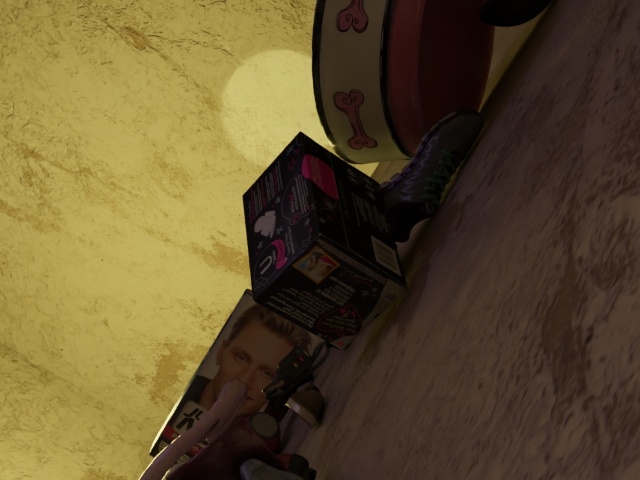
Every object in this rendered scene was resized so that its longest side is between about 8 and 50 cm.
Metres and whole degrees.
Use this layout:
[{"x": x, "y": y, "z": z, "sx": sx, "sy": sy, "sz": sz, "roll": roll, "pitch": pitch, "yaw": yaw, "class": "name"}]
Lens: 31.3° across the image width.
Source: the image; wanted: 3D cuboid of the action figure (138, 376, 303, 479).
[{"x": -0.177, "y": 0.308, "z": 1.051, "sx": 0.370, "sy": 0.276, "sz": 0.248, "roll": -14, "pitch": 19, "yaw": 47, "class": "action figure"}]

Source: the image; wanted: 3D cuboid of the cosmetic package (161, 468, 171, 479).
[{"x": -0.246, "y": 0.453, "z": 2.311, "sx": 0.225, "sy": 0.138, "sz": 0.224, "roll": -58, "pitch": 2, "yaw": 41, "class": "cosmetic package"}]

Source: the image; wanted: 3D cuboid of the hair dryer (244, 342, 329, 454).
[{"x": -0.073, "y": 0.297, "z": 1.846, "sx": 0.294, "sy": 0.080, "sz": 0.223, "roll": -53, "pitch": -13, "yaw": 2, "class": "hair dryer"}]

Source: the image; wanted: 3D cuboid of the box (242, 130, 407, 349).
[{"x": 0.000, "y": 0.000, "z": 1.565, "sx": 0.142, "sy": 0.163, "sz": 0.247, "roll": -45, "pitch": 31, "yaw": 24, "class": "box"}]

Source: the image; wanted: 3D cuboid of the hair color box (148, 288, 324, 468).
[{"x": -0.154, "y": 0.281, "z": 2.111, "sx": 0.347, "sy": 0.173, "sz": 0.105, "roll": -59, "pitch": 3, "yaw": 1, "class": "hair color box"}]

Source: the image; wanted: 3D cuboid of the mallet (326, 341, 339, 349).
[{"x": 0.031, "y": 0.141, "z": 1.804, "sx": 0.062, "sy": 0.039, "sz": 0.190, "roll": -58, "pitch": -2, "yaw": -6, "class": "mallet"}]

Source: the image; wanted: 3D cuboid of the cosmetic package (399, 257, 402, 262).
[{"x": 0.051, "y": 0.058, "z": 1.786, "sx": 0.099, "sy": 0.060, "sz": 0.239, "roll": -36, "pitch": -2, "yaw": -12, "class": "cosmetic package"}]

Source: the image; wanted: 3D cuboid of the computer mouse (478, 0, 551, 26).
[{"x": 0.353, "y": -0.418, "z": 1.752, "sx": 0.272, "sy": 0.072, "sz": 0.188, "roll": -47, "pitch": -2, "yaw": -11, "class": "computer mouse"}]

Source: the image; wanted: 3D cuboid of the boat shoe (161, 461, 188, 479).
[{"x": -0.260, "y": 0.536, "z": 1.919, "sx": 0.113, "sy": 0.127, "sz": 0.340, "roll": -7, "pitch": 47, "yaw": 55, "class": "boat shoe"}]

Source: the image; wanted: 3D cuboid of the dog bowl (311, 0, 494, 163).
[{"x": 0.144, "y": -0.308, "z": 1.743, "sx": 0.408, "sy": 0.150, "sz": 0.408, "roll": -34, "pitch": -51, "yaw": -55, "class": "dog bowl"}]

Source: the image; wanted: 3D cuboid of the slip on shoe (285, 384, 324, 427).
[{"x": -0.015, "y": 0.226, "z": 1.581, "sx": 0.041, "sy": 0.051, "sz": 0.135, "roll": -47, "pitch": -4, "yaw": -2, "class": "slip on shoe"}]

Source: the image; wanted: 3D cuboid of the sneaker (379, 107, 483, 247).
[{"x": 0.167, "y": -0.085, "z": 1.647, "sx": 0.224, "sy": 0.083, "sz": 0.098, "roll": -48, "pitch": 41, "yaw": 18, "class": "sneaker"}]

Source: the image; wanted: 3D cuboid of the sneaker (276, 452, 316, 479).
[{"x": -0.105, "y": 0.315, "z": 1.295, "sx": 0.276, "sy": 0.135, "sz": 0.098, "roll": -55, "pitch": 3, "yaw": 41, "class": "sneaker"}]
